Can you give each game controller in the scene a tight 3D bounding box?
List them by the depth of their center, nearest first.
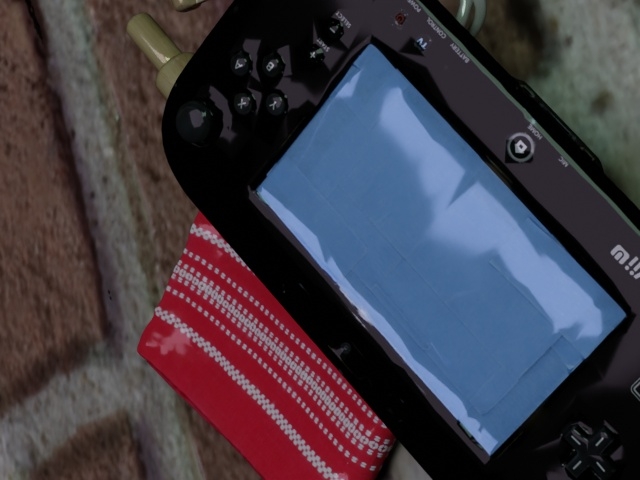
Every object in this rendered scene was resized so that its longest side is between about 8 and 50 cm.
[{"bbox_3d":[0.058,0.002,0.872,0.319,0.067,0.166,48,127,16],"label":"game controller"}]

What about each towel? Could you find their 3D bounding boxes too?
[{"bbox_3d":[0.000,0.000,1.009,0.199,0.031,0.275,42,119,37],"label":"towel"}]

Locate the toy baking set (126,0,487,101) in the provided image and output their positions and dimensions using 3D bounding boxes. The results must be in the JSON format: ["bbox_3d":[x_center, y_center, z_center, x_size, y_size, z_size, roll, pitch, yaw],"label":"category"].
[{"bbox_3d":[-0.008,-0.105,0.956,0.256,0.030,0.197,54,130,19],"label":"toy baking set"}]
